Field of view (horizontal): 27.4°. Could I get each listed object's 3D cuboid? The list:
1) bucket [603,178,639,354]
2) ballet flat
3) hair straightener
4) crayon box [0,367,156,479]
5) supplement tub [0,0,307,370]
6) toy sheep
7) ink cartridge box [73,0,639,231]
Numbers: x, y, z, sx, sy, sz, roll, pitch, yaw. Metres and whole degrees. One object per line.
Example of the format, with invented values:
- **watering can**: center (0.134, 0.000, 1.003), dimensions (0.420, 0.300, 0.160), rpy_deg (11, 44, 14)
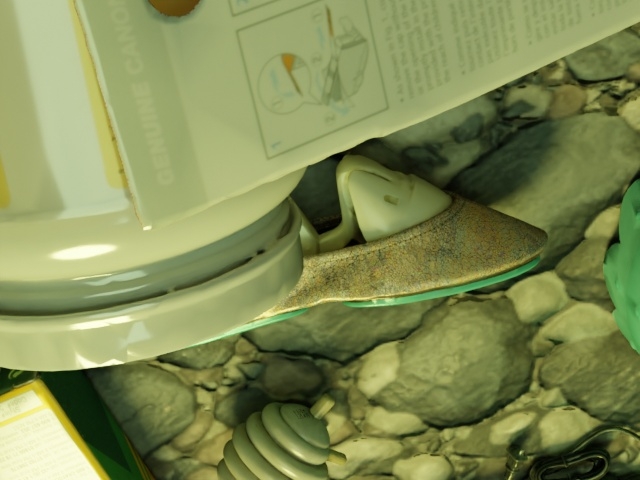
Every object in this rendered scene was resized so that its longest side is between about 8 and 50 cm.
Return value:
- **bucket**: center (0.356, 0.041, 0.928), dimensions (0.281, 0.183, 0.281), rpy_deg (-2, 120, -3)
- **ballet flat**: center (0.000, 0.000, 0.928), dimensions (0.316, 0.107, 0.106), rpy_deg (-13, 106, 2)
- **hair straightener**: center (0.184, 0.211, 1.089), dimensions (0.230, 0.047, 0.089), rpy_deg (-16, 120, 5)
- **crayon box**: center (-0.229, 0.242, 1.056), dimensions (0.203, 0.083, 0.323), rpy_deg (-23, 118, 9)
- **supplement tub**: center (-0.134, -0.123, 0.702), dimensions (0.241, 0.241, 0.331), rpy_deg (-9, 109, 1)
- **toy sheep**: center (-0.031, 0.171, 1.032), dimensions (0.091, 0.091, 0.132), rpy_deg (33, 98, -20)
- **ink cartridge box**: center (0.024, -0.218, 0.649), dimensions (0.385, 0.091, 0.308), rpy_deg (-26, 116, -25)
